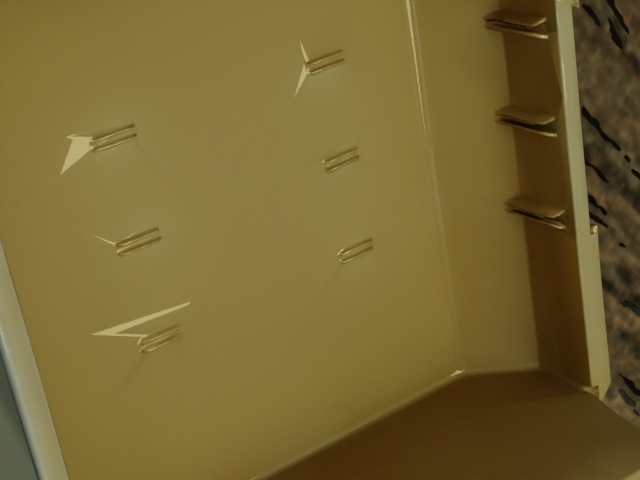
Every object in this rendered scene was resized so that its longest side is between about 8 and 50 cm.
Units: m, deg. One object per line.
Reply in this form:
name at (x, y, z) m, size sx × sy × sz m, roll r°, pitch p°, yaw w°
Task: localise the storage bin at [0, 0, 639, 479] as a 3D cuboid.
storage bin at (0.000, 0.000, 0.443) m, size 0.260 × 0.123 × 0.262 m, roll -23°, pitch 116°, yaw -27°
